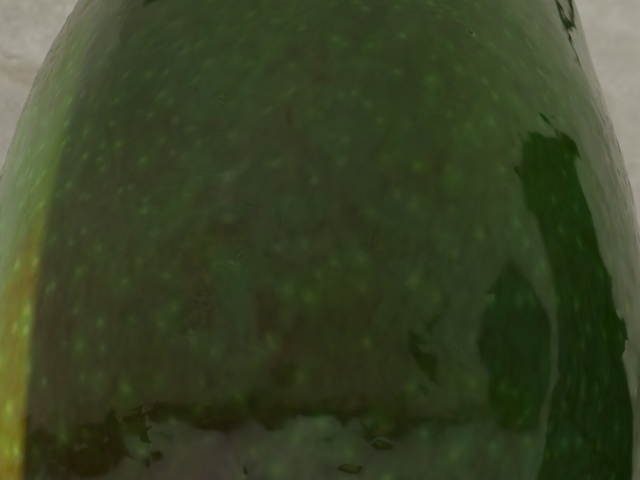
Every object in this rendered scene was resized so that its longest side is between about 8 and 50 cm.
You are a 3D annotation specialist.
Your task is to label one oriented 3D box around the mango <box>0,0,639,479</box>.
[{"bbox_3d":[0.000,0.000,0.463,0.201,0.382,0.225,8,155,4],"label":"mango"}]
